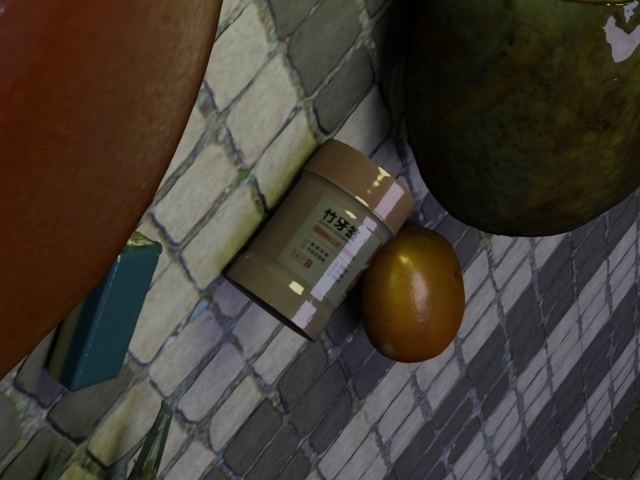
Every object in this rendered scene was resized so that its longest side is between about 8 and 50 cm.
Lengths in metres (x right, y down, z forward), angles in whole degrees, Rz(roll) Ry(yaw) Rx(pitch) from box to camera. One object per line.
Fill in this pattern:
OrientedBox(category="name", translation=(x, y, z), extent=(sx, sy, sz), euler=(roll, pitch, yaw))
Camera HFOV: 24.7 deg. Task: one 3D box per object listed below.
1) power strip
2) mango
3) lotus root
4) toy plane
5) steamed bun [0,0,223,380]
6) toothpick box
OrientedBox(category="power strip", translation=(-0.160, 0.050, 1.081), extent=(0.056, 0.032, 0.123), euler=(-16, 133, -57))
OrientedBox(category="mango", translation=(0.098, 0.052, 1.496), extent=(0.141, 0.102, 0.217), euler=(-58, 160, -13))
OrientedBox(category="lotus root", translation=(0.196, -0.144, 1.289), extent=(0.250, 0.250, 0.346), euler=(-43, 156, -29))
OrientedBox(category="toy plane", translation=(-0.181, 0.236, 1.234), extent=(0.226, 0.058, 0.226), euler=(-51, 151, -2))
OrientedBox(category="steamed bun", translation=(-0.179, -0.099, 0.605), extent=(0.248, 0.235, 0.379), euler=(-9, 128, -56))
OrientedBox(category="toothpick box", translation=(0.000, 0.000, 1.246), extent=(0.149, 0.098, 0.098), euler=(-53, 156, -7))
